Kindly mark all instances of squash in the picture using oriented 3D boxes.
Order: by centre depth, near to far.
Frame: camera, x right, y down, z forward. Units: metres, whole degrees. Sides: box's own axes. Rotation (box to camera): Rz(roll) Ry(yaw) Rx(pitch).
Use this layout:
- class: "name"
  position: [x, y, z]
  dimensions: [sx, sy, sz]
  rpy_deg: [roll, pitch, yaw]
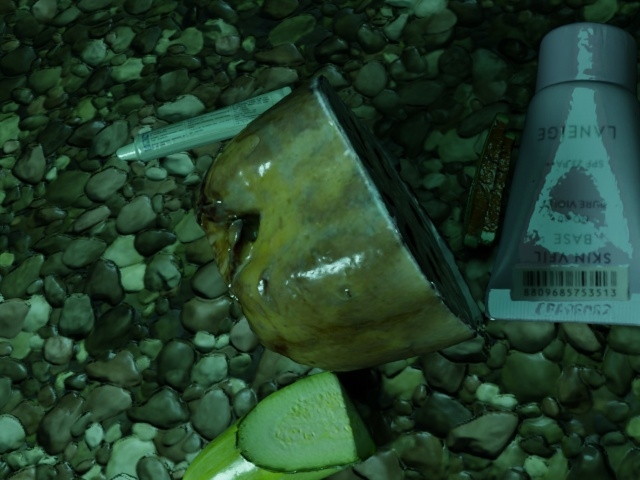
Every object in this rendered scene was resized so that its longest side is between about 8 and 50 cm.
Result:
- class: "squash"
  position: [-0.057, 0.187, 0.972]
  dimensions: [0.200, 0.075, 0.090]
  rpy_deg: [-31, 79, -3]

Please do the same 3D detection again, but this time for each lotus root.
- class: "lotus root"
  position: [0.000, 0.000, 0.986]
  dimensions: [0.192, 0.272, 0.272]
  rpy_deg: [-25, 52, 8]

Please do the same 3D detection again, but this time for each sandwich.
- class: "sandwich"
  position: [0.156, -0.051, 1.074]
  dimensions: [0.029, 0.067, 0.135]
  rpy_deg: [16, 72, 1]

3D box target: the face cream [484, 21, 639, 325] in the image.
- class: "face cream"
  position: [0.232, -0.056, 1.050]
  dimensions: [0.154, 0.096, 0.274]
  rpy_deg: [2, 70, 15]

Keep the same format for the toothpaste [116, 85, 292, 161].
- class: "toothpaste"
  position: [-0.120, -0.117, 1.234]
  dimensions: [0.197, 0.029, 0.048]
  rpy_deg: [-16, 56, 3]
